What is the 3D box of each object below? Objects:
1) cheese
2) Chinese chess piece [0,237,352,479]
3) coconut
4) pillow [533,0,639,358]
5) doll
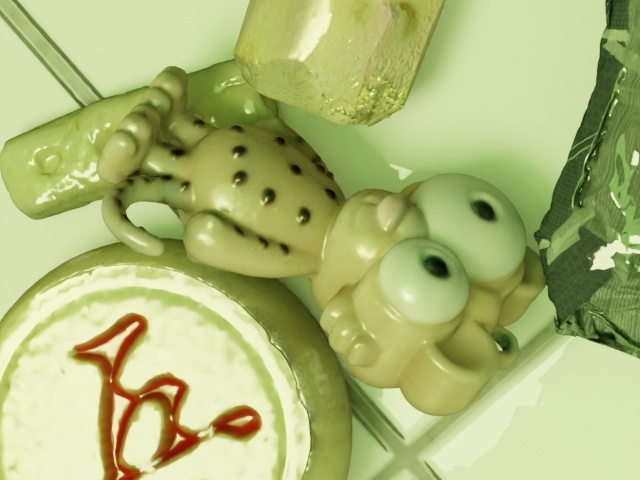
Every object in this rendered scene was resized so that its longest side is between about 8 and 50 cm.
[{"bbox_3d":[-0.120,-0.066,1.138,0.194,0.043,0.065,-18,84,17],"label":"cheese"},{"bbox_3d":[-0.103,0.122,1.124,0.249,0.103,0.250,1,95,13],"label":"Chinese chess piece"},{"bbox_3d":[0.014,-0.139,1.058,0.116,0.116,0.122,22,105,11],"label":"coconut"},{"bbox_3d":[0.225,-0.088,1.019,0.161,0.092,0.335,13,100,18],"label":"pillow"},{"bbox_3d":[0.000,-0.002,1.043,0.278,0.154,0.119,25,135,-6],"label":"doll"}]
